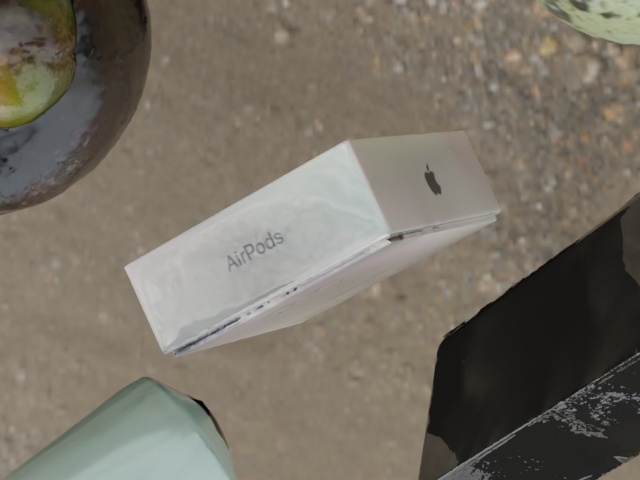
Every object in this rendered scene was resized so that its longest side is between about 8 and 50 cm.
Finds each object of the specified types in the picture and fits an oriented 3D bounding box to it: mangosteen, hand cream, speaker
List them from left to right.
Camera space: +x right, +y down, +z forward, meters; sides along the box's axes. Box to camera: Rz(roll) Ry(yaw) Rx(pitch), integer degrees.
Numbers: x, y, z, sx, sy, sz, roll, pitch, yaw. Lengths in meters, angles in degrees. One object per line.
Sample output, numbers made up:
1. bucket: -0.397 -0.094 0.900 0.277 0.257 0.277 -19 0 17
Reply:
1. hand cream: -0.169 0.179 0.726 0.321 0.067 0.109 -39 122 -13
2. mangosteen: -0.255 -0.133 1.109 0.288 0.287 0.233 8 132 -11
3. speaker: 0.115 0.032 0.625 0.044 0.082 0.218 25 142 -17

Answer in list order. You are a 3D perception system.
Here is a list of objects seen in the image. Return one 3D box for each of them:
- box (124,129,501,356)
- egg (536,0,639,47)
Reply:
1. box: 0.000 0.000 0.789 0.130 0.051 0.129 -29 171 27
2. egg: 0.324 -0.343 1.719 0.288 0.287 0.379 -22 143 19
